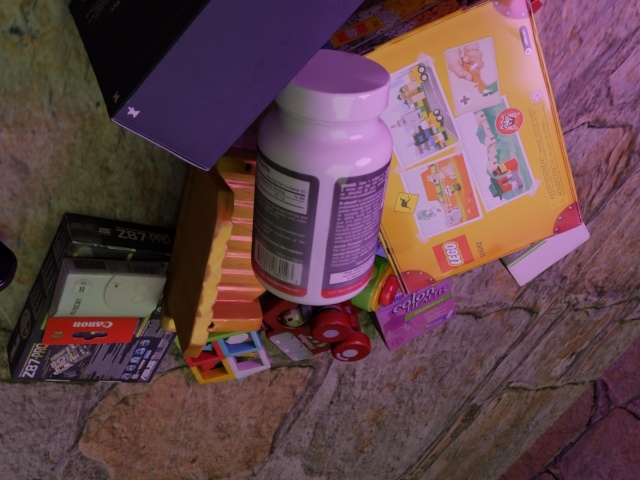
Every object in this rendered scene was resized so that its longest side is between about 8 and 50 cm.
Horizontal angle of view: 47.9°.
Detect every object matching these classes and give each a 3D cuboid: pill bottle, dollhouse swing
[{"bbox_3d":[0.001,-0.096,1.136,0.210,0.210,0.363,-10,128,-23],"label":"pill bottle"},{"bbox_3d":[-0.134,0.029,1.338,0.315,0.305,0.347,5,106,-35],"label":"dollhouse swing"}]

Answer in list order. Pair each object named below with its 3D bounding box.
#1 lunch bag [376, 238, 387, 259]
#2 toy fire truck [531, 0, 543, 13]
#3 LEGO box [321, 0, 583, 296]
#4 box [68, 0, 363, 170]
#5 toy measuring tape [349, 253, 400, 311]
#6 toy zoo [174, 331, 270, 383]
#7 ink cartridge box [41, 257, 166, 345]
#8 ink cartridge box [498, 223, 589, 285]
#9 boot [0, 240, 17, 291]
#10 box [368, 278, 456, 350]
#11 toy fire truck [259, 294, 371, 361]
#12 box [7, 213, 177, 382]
[{"bbox_3d":[0.226,-0.072,1.689,0.221,0.138,0.293,27,105,-43],"label":"lunch bag"},{"bbox_3d":[0.387,-0.404,1.485,0.192,0.047,0.135,-44,138,18],"label":"toy fire truck"},{"bbox_3d":[0.228,-0.193,1.333,0.372,0.193,0.500,-22,121,6],"label":"LEGO box"},{"bbox_3d":[-0.158,-0.336,1.011,0.343,0.312,0.179,-44,138,17],"label":"box"},{"bbox_3d":[0.123,0.110,1.609,0.121,0.121,0.330,-33,161,3],"label":"toy measuring tape"},{"bbox_3d":[-0.239,0.278,1.798,0.192,0.030,0.293,-13,139,0],"label":"toy zoo"},{"bbox_3d":[-0.424,0.137,1.405,0.189,0.066,0.232,4,124,-33],"label":"ink cartridge box"},{"bbox_3d":[0.469,-0.061,1.721,0.198,0.273,0.115,-38,138,9],"label":"ink cartridge box"},{"bbox_3d":[-0.644,-0.014,1.143,0.348,0.131,0.260,5,145,-35],"label":"boot"},{"bbox_3d":[0.231,0.149,1.916,0.213,0.117,0.243,-27,140,-4],"label":"box"},{"bbox_3d":[-0.028,0.204,1.799,0.253,0.169,0.302,-20,142,17],"label":"toy fire truck"},{"bbox_3d":[-0.436,0.140,1.512,0.318,0.097,0.395,8,127,-39],"label":"box"}]
